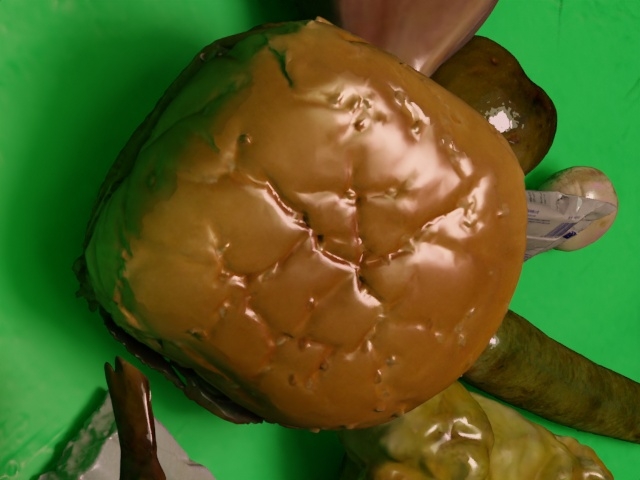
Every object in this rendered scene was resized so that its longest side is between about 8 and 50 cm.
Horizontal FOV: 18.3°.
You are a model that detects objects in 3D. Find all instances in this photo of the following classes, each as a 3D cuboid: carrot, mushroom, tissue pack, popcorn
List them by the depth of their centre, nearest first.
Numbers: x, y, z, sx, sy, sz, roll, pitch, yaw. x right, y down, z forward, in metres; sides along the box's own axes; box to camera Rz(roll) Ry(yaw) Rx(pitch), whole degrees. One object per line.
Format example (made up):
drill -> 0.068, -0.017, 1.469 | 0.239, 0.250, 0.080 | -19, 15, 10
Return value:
popcorn -> 0.105, 0.232, 1.570 | 0.286, 0.174, 0.225 | 28, 76, -43
tissue pack -> 0.142, -0.008, 1.645 | 0.193, 0.122, 0.026 | 6, 58, -44
mushroom -> 0.221, -0.030, 1.758 | 0.083, 0.067, 0.083 | -19, 134, -21
carrot -> 0.223, 0.131, 1.762 | 0.358, 0.074, 0.074 | 27, 72, -45

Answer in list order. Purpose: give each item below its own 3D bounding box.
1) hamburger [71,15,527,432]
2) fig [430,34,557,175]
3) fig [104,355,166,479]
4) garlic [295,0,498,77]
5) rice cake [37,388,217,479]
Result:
hamburger -> -0.006, 0.002, 1.393 | 0.319, 0.158, 0.318 | -5, 108, -16
fig -> 0.113, -0.074, 1.609 | 0.185, 0.127, 0.133 | -64, 144, -27
fig -> -0.119, 0.260, 1.288 | 0.286, 0.286, 0.368 | -15, 93, -44
garlic -> 0.030, -0.287, 1.515 | 0.340, 0.246, 0.231 | 56, 10, -12
rice cake -> -0.107, 0.220, 1.445 | 0.127, 0.043, 0.237 | -55, 125, -29
